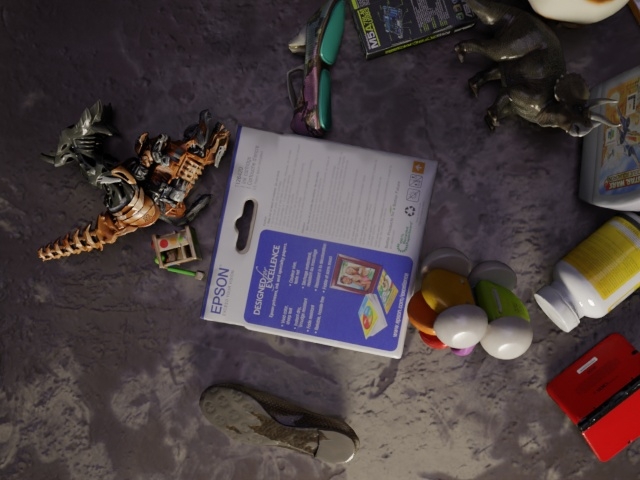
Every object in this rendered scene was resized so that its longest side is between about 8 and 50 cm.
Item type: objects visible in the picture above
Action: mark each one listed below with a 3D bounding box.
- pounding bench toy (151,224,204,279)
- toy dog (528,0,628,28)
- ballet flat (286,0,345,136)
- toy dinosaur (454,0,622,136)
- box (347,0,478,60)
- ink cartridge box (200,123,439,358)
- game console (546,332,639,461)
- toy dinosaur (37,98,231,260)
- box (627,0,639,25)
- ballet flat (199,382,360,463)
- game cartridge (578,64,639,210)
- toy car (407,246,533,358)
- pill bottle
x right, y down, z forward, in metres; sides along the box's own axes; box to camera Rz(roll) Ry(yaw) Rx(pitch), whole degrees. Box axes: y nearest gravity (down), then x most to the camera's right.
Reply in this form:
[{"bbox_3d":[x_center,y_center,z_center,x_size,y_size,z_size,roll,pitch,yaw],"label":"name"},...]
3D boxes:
[{"bbox_3d":[-0.219,0.027,1.265,0.065,0.052,0.083,-15,85,1],"label":"pounding bench toy"},{"bbox_3d":[0.402,-0.514,1.198,0.395,0.284,0.408,21,89,-8],"label":"toy dog"},{"bbox_3d":[-0.014,-0.270,1.278,0.079,0.077,0.222,5,86,22],"label":"ballet flat"},{"bbox_3d":[0.302,-0.259,1.236,0.160,0.121,0.314,-25,71,8],"label":"toy dinosaur"},{"bbox_3d":[0.130,-0.399,1.292,0.184,0.045,0.191,-18,86,3],"label":"box"},{"bbox_3d":[0.000,0.000,1.255,0.307,0.072,0.304,11,87,5],"label":"ink cartridge box"},{"bbox_3d":[0.435,0.235,1.247,0.144,0.085,0.124,-37,54,-2],"label":"game console"},{"bbox_3d":[-0.290,-0.090,1.237,0.322,0.164,0.218,-45,102,-23],"label":"toy dinosaur"},{"bbox_3d":[0.509,-0.404,1.288,0.081,0.028,0.136,-27,83,0],"label":"box"},{"bbox_3d":[-0.060,0.271,1.246,0.249,0.058,0.084,15,108,9],"label":"ballet flat"},{"bbox_3d":[0.444,-0.141,1.134,0.062,0.297,0.198,11,85,-9],"label":"game cartridge"},{"bbox_3d":[0.211,0.109,1.207,0.182,0.159,0.136,15,131,-20],"label":"toy car"},{"bbox_3d":[0.409,0.048,1.217,0.184,0.103,0.103,-39,85,-2],"label":"pill bottle"}]
